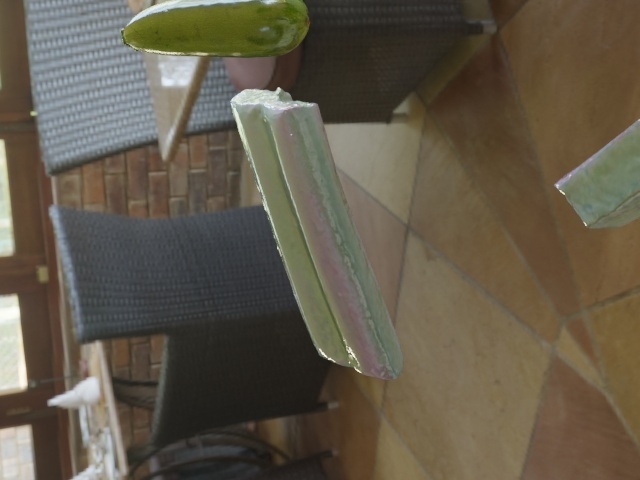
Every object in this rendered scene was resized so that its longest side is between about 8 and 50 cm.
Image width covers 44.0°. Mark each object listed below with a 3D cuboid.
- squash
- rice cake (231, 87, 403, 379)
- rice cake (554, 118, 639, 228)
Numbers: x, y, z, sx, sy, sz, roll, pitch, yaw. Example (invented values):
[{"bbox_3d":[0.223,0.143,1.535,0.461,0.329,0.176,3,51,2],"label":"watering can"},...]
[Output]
[{"bbox_3d":[-0.105,-0.211,0.788,0.066,0.201,0.066,-1,-90,-72],"label":"squash"},{"bbox_3d":[-0.001,-0.001,0.559,0.080,0.042,0.221,16,130,55],"label":"rice cake"},{"bbox_3d":[0.239,-0.085,0.407,0.290,0.081,0.051,-46,53,54],"label":"rice cake"}]
